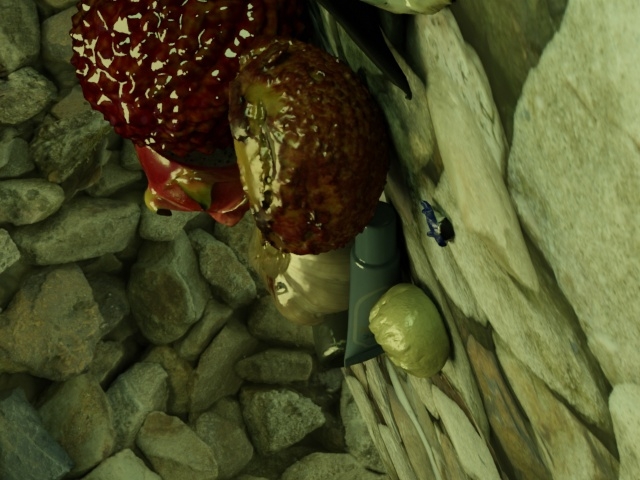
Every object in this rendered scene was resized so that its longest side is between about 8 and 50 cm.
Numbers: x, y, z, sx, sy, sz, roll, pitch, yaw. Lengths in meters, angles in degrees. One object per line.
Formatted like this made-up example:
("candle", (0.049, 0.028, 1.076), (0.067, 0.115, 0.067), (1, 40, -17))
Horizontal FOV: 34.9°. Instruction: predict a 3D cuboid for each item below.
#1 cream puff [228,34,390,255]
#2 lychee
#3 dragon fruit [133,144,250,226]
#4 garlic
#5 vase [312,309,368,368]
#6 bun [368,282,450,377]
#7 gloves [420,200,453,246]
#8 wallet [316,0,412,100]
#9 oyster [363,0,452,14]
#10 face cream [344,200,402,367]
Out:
("cream puff", (-0.013, -0.143, 1.523), (0.350, 0.228, 0.351), (-12, -90, -86))
("lychee", (-0.239, -0.349, 1.796), (0.500, 0.424, 0.425), (-10, 104, 52))
("dragon fruit", (-0.234, -0.161, 2.040), (0.226, 0.305, 0.305), (105, 146, -49))
("garlic", (-0.013, 0.005, 1.946), (0.322, 0.241, 0.322), (175, 90, -81))
("vase", (0.038, 0.107, 2.260), (0.173, 0.173, 0.321), (87, 167, -70))
("bun", (0.144, 0.157, 1.720), (0.164, 0.111, 0.188), (67, 170, -10))
("gloves", (0.159, -0.019, 1.409), (0.086, 0.026, 0.064), (-126, 13, -63))
("wallet", (0.002, -0.332, 1.270), (0.247, 0.041, 0.323), (38, -157, -39))
("oyster", (0.020, -0.375, 1.076), (0.351, 0.114, 0.238), (-112, -4, -50))
("face cream", (0.100, 0.089, 1.823), (0.385, 0.135, 0.086), (86, 159, -46))
